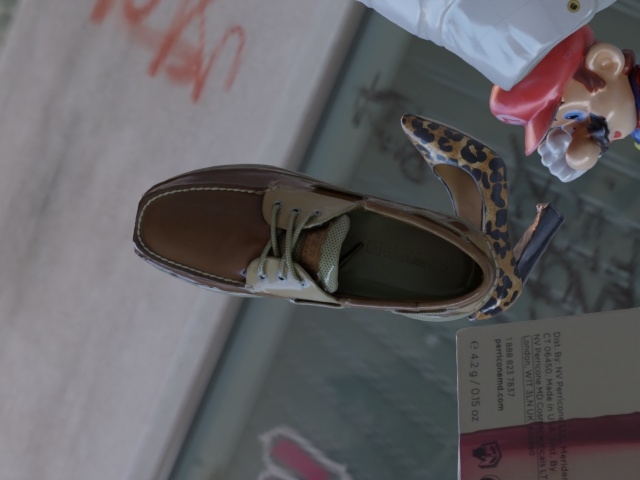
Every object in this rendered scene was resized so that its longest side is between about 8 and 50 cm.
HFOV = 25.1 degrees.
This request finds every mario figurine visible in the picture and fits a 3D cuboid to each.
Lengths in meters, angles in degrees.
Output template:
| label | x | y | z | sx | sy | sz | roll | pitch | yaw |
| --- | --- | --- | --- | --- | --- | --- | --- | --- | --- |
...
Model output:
| label | x | y | z | sx | sy | sz | roll | pitch | yaw |
| --- | --- | --- | --- | --- | --- | --- | --- | --- | --- |
| mario figurine | 0.322 | -0.105 | 1.407 | 0.320 | 0.198 | 0.170 | 8 | -144 | -5 |

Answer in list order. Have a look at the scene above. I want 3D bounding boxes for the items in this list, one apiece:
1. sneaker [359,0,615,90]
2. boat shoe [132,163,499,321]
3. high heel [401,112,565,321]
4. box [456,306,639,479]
| label | x | y | z | sx | sy | sz | roll | pitch | yaw |
| --- | --- | --- | --- | --- | --- | --- | --- | --- | --- |
| sneaker | 0.145 | -0.231 | 0.897 | 0.169 | 0.292 | 0.108 | 35 | -139 | 8 |
| boat shoe | 0.000 | 0.000 | 1.243 | 0.324 | 0.123 | 0.120 | 7 | -179 | 0 |
| high heel | 0.172 | -0.029 | 1.835 | 0.261 | 0.186 | 0.093 | 37 | 166 | -9 |
| box | 0.206 | 0.124 | 0.834 | 0.232 | 0.127 | 0.149 | -8 | 148 | 17 |
